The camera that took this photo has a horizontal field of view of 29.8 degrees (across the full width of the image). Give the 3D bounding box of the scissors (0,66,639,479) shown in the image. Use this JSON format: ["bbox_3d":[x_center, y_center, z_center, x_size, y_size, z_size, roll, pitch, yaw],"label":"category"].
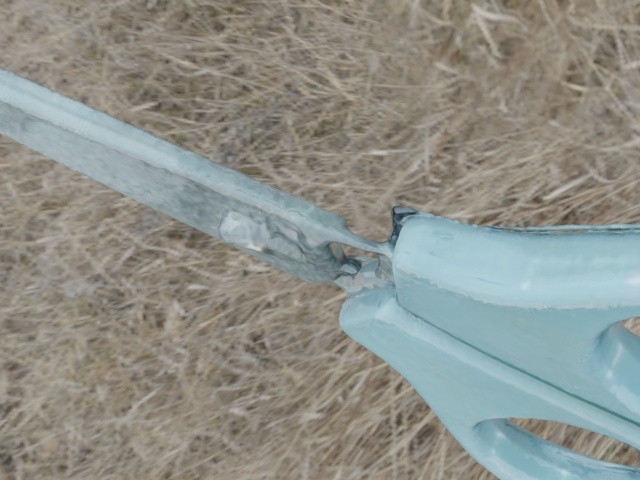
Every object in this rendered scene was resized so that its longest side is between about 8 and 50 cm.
[{"bbox_3d":[0.001,-0.001,0.351,0.360,0.191,0.029,27,63,-1],"label":"scissors"}]
